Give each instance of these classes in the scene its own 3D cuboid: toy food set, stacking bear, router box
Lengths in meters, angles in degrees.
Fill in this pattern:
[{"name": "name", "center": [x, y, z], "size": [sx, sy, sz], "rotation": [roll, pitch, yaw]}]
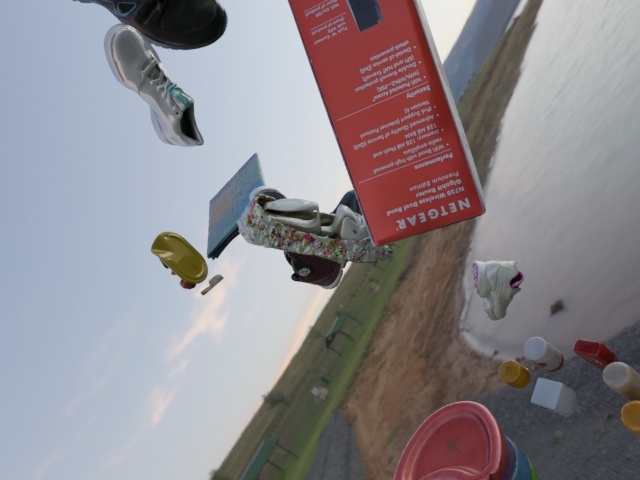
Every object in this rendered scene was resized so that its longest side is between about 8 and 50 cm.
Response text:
[{"name": "toy food set", "center": [-0.394, 0.077, 1.320], "size": [0.071, 0.218, 0.128], "rotation": [-37, 13, 27]}, {"name": "toy food set", "center": [0.397, 0.217, 0.692], "size": [0.232, 0.104, 0.111], "rotation": [-4, 57, 61]}, {"name": "stacking bear", "center": [0.276, 0.408, 0.714], "size": [0.175, 0.289, 0.164], "rotation": [-31, 12, 35]}, {"name": "router box", "center": [0.074, -0.173, 0.459], "size": [0.301, 0.082, 0.335], "rotation": [71, -160, -3]}]

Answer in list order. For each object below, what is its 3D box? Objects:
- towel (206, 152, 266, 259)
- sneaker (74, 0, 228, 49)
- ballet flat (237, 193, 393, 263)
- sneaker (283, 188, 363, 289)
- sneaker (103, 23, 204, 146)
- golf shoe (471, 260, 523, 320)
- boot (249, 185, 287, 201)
[{"name": "towel", "center": [-0.277, -0.124, 1.541], "size": [0.271, 0.040, 0.370], "rotation": [-42, 31, 15]}, {"name": "sneaker", "center": [-0.327, -0.438, 0.796], "size": [0.139, 0.341, 0.125], "rotation": [160, 127, -77]}, {"name": "ballet flat", "center": [0.002, -0.018, 0.678], "size": [0.091, 0.241, 0.077], "rotation": [-100, 21, -50]}, {"name": "sneaker", "center": [0.000, 0.000, 1.141], "size": [0.106, 0.162, 0.281], "rotation": [53, 131, 53]}, {"name": "sneaker", "center": [-0.244, -0.235, 0.729], "size": [0.080, 0.094, 0.212], "rotation": [-53, -35, -23]}, {"name": "golf shoe", "center": [0.565, 0.160, 1.447], "size": [0.306, 0.140, 0.115], "rotation": [50, -147, -47]}, {"name": "boot", "center": [-0.089, -0.066, 1.129], "size": [0.069, 0.086, 0.190], "rotation": [-46, -32, 13]}]
